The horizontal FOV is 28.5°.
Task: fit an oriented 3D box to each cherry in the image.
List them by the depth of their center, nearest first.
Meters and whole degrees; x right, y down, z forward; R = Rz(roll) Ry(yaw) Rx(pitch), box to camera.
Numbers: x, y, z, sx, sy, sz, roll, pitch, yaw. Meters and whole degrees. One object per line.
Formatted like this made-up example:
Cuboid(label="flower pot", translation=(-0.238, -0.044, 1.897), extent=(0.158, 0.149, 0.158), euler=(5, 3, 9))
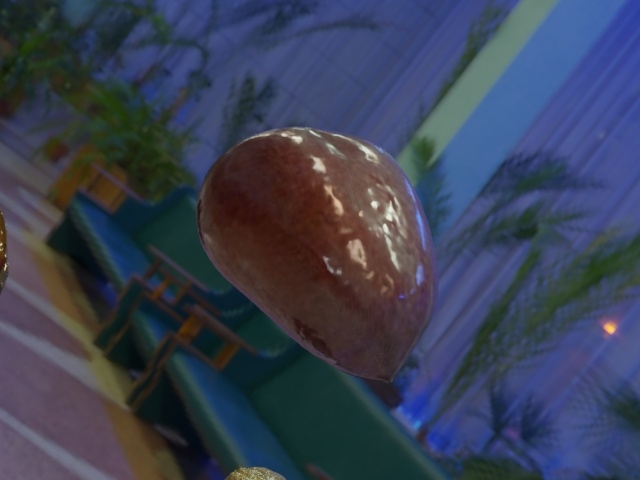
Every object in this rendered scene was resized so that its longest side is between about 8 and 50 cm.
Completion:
Cuboid(label="cherry", translation=(0.005, -0.003, 0.577), extent=(0.126, 0.087, 0.106), euler=(37, 35, 15))

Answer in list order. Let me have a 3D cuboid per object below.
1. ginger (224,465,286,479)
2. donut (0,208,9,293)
Cuboid(label="ginger", translation=(-0.051, 0.340, 1.328), extent=(0.236, 0.166, 0.375), euler=(36, -11, -25))
Cuboid(label="donut", translation=(-0.361, -0.004, 1.122), extent=(0.259, 0.152, 0.101), euler=(48, -20, 12))
